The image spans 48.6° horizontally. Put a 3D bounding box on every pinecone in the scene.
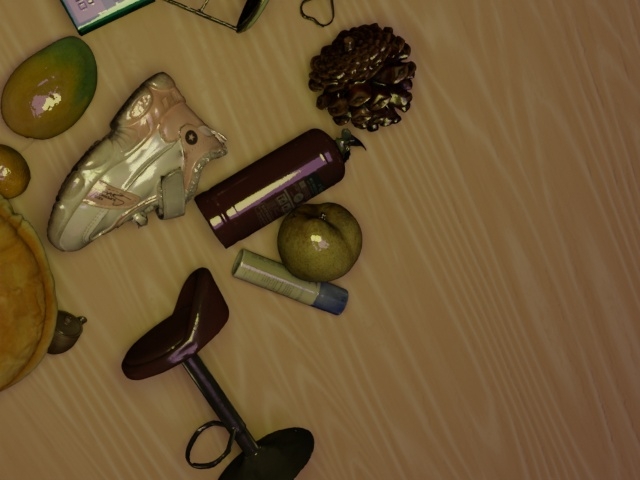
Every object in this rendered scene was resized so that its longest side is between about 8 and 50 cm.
[{"bbox_3d":[0.085,-0.290,1.299,0.207,0.208,0.208,-3,100,-15],"label":"pinecone"}]

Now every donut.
[{"bbox_3d":[-0.661,0.098,1.150,0.448,0.198,0.449,-3,104,-14],"label":"donut"}]

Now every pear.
[{"bbox_3d":[0.000,0.000,1.338,0.167,0.167,0.137,-11,120,-14],"label":"pear"}]

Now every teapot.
[{"bbox_3d":[-0.482,0.149,1.293,0.110,0.085,0.080,43,111,10],"label":"teapot"}]

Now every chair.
[{"bbox_3d":[-0.102,-0.426,1.198,0.325,0.159,0.170,25,60,-22],"label":"chair"},{"bbox_3d":[-0.200,0.269,1.301,0.226,0.226,0.401,-31,105,-9],"label":"chair"}]

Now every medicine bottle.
[{"bbox_3d":[-0.057,0.084,1.389,0.230,0.059,0.059,22,93,-18],"label":"medicine bottle"}]

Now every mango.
[{"bbox_3d":[-0.457,-0.260,1.207,0.130,0.092,0.195,29,82,-16],"label":"mango"}]

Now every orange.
[{"bbox_3d":[-0.540,-0.117,1.207,0.085,0.085,0.095,-11,106,-14],"label":"orange"}]

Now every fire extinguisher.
[{"bbox_3d":[-0.061,-0.114,1.327,0.337,0.135,0.114,-31,74,-5],"label":"fire extinguisher"}]

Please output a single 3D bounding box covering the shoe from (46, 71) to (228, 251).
[{"bbox_3d":[-0.314,-0.104,1.226,0.198,0.172,0.351,38,88,-18],"label":"shoe"}]

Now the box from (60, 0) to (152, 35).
[{"bbox_3d":[-0.395,-0.487,1.180,0.153,0.092,0.245,-27,105,-9],"label":"box"}]
